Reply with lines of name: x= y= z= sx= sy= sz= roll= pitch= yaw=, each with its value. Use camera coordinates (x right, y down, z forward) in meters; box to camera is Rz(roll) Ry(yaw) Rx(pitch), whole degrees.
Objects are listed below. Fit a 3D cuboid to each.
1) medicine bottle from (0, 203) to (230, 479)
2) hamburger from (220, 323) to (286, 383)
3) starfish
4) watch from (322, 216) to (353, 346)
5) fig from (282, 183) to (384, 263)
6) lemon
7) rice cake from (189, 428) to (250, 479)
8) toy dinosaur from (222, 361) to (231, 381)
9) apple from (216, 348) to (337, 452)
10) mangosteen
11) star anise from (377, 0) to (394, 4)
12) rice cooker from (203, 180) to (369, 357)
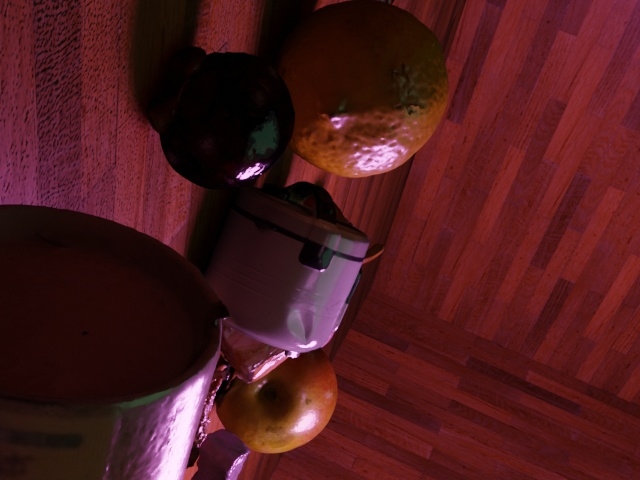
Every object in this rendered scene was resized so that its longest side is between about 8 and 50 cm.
medicine bottle: x=-0.230 y=0.200 z=0.733 sx=0.235 sy=0.236 sz=0.406 roll=-50 pitch=161 yaw=-62
hamburger: x=-0.079 y=0.127 z=1.631 sx=0.208 sy=0.135 sz=0.155 roll=-36 pitch=171 yaw=-14
starfish: x=-0.214 y=0.297 z=1.602 sx=0.301 sy=0.084 sz=0.293 roll=-58 pitch=171 yaw=-23
watch: x=-0.019 y=0.065 z=2.047 sx=0.241 sy=0.162 sz=0.253 roll=-76 pitch=-174 yaw=-55
fig: x=-0.006 y=0.002 z=1.675 sx=0.175 sy=0.207 sz=0.175 roll=-59 pitch=175 yaw=-8
lemon: x=0.055 y=-0.210 z=1.360 sx=0.267 sy=0.267 sz=0.267 roll=23 pitch=90 yaw=-81
rice cake: x=-0.181 y=0.400 z=1.632 sx=0.064 sy=0.070 sz=0.399 roll=-43 pitch=168 yaw=-30
toy dinosaur: x=-0.150 y=0.194 z=1.880 sx=0.106 sy=0.044 sz=0.187 roll=-72 pitch=-172 yaw=-54
apple: x=-0.093 y=0.291 z=1.911 sx=0.226 sy=0.246 sz=0.246 roll=-9 pitch=122 yaw=-79
mangosteen: x=-0.103 y=-0.130 z=1.005 sx=0.152 sy=0.153 sz=0.152 roll=23 pitch=90 yaw=-81
star anise: x=0.095 y=-0.395 z=1.731 sx=0.167 sy=0.057 sz=0.168 roll=-62 pitch=170 yaw=-20
rice cooker: x=-0.050 y=0.031 z=1.456 sx=0.226 sy=0.226 sz=0.244 roll=-16 pitch=127 yaw=-79
